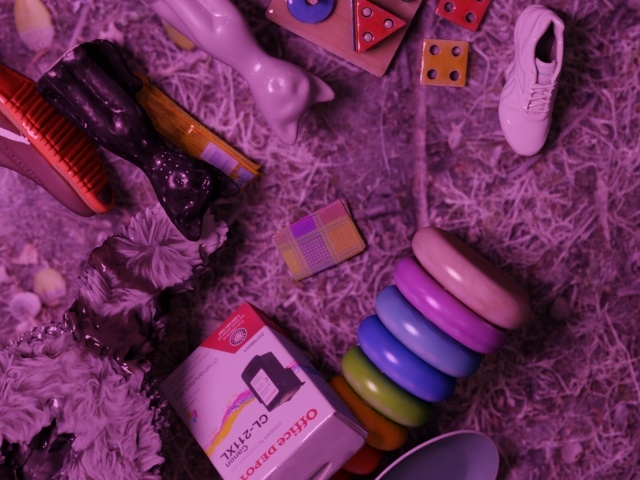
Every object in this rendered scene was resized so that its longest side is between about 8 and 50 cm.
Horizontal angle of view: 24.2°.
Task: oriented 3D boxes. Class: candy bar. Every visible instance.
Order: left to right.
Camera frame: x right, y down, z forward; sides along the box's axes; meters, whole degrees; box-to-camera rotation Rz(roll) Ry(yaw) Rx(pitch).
[{"bbox_3d":[-0.128,-0.103,1.469,0.161,0.018,0.040,37,98,-13],"label":"candy bar"}]

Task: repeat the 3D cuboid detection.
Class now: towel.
[{"bbox_3d":[0.000,0.000,1.511,0.083,0.009,0.060,-27,104,-1],"label":"towel"}]

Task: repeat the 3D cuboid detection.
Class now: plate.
[{"bbox_3d":[0.102,0.260,1.528,0.188,0.024,0.188,-21,135,-22],"label":"plate"}]

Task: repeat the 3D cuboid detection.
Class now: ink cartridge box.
[{"bbox_3d":[-0.056,0.165,1.449,0.127,0.175,0.072,-44,140,2],"label":"ink cartridge box"}]

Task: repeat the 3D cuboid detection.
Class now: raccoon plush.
[{"bbox_3d":[-0.240,0.193,1.470,0.216,0.299,0.446,44,60,2],"label":"raccoon plush"}]

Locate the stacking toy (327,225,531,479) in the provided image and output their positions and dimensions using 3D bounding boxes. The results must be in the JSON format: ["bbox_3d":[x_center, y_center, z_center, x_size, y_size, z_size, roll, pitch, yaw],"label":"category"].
[{"bbox_3d":[0.058,0.150,1.493,0.141,0.141,0.330,37,99,-13],"label":"stacking toy"}]

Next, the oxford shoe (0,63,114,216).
[{"bbox_3d":[-0.311,-0.110,1.416,0.271,0.097,0.098,45,107,-6],"label":"oxford shoe"}]

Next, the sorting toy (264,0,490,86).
[{"bbox_3d":[0.042,-0.241,1.451,0.274,0.046,0.132,26,97,-12],"label":"sorting toy"}]

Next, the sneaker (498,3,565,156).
[{"bbox_3d":[0.212,-0.157,1.482,0.053,0.061,0.152,2,102,-10],"label":"sneaker"}]

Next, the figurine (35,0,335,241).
[{"bbox_3d":[-0.120,-0.141,1.410,0.215,0.092,0.209,-44,96,-3],"label":"figurine"}]
